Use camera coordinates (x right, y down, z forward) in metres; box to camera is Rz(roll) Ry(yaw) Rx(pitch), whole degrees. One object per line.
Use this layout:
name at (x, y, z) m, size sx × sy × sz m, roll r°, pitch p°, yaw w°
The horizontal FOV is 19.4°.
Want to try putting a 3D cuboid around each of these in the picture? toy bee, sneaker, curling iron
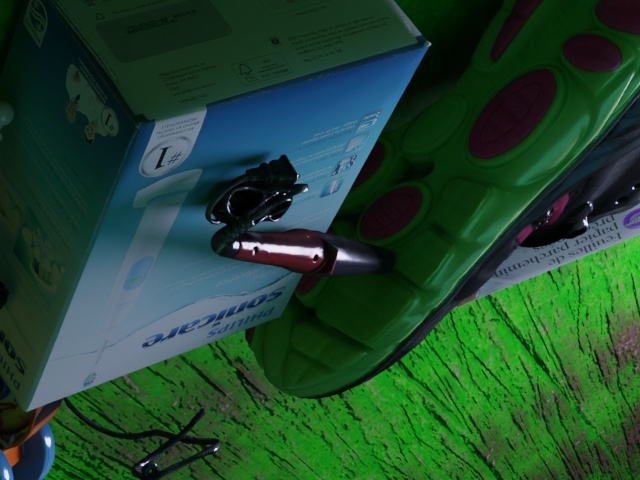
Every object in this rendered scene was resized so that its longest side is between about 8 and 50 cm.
toy bee at (-0.238, 0.110, 1.312) m, size 0.298 × 0.162 × 0.195 m, roll -20°, pitch -173°, yaw -2°
sneaker at (0.140, -0.036, 1.417) m, size 0.483 × 0.185 × 0.202 m, roll -41°, pitch 139°, yaw 17°
curling iron at (0.000, 0.000, 1.202) m, size 0.068 × 0.035 × 0.274 m, roll -40°, pitch 159°, yaw 10°

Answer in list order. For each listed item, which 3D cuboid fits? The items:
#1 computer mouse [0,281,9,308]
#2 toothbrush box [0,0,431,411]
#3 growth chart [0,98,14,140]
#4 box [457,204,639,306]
computer mouse at (-0.281, 0.004, 1.090) m, size 0.071 × 0.041 × 0.242 m, roll -31°, pitch 149°, yaw 28°
toothbrush box at (-0.094, -0.046, 1.184) m, size 0.216 × 0.126 × 0.295 m, roll -20°, pitch 152°, yaw -34°
growth chart at (-0.237, -0.056, 0.990) m, size 0.172 × 0.021 × 0.237 m, roll -59°, pitch 157°, yaw -17°
box at (0.122, 0.007, 1.546) m, size 0.324 × 0.067 × 0.063 m, roll -21°, pitch 144°, yaw 9°
